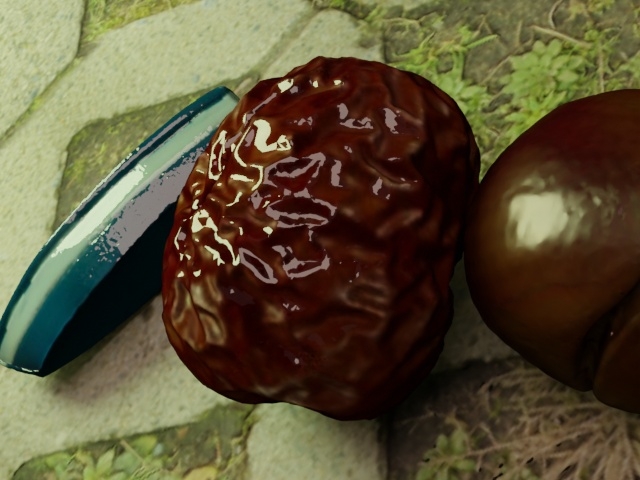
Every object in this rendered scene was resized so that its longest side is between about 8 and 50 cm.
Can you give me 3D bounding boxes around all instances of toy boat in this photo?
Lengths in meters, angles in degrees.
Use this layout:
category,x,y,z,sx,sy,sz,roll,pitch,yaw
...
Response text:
category,x,y,z,sx,sy,sz,roll,pitch,yaw
toy boat,-0.156,0.003,0.775,0.299,0.096,0.062,-46,64,-2

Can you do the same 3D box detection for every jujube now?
category,x,y,z,sx,sy,sz,roll,pitch,yaw
jujube,0.000,0.000,0.630,0.213,0.213,0.232,7,76,27

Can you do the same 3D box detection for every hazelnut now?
category,x,y,z,sx,sy,sz,roll,pitch,yaw
hazelnut,0.189,-0.002,0.547,0.208,0.208,0.208,-11,59,18
